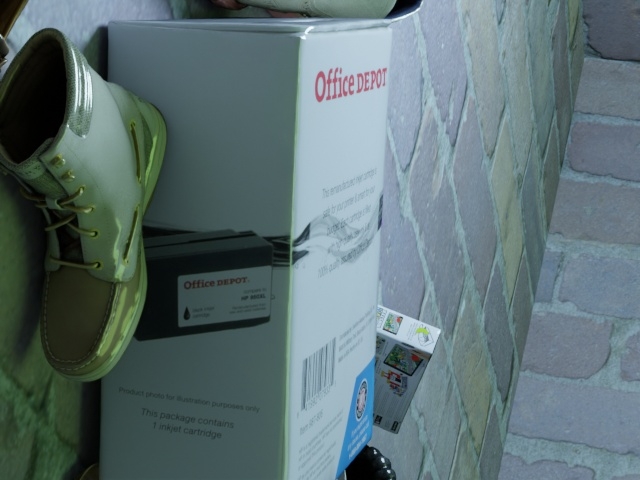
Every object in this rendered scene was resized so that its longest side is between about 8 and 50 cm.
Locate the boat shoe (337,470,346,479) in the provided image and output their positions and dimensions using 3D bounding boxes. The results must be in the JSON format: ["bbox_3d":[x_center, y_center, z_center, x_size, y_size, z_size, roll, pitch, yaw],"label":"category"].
[{"bbox_3d":[-0.026,0.300,1.630,0.228,0.081,0.069,-61,157,-46],"label":"boat shoe"}]

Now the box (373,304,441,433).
[{"bbox_3d":[0.062,0.147,1.703,0.207,0.114,0.036,106,8,-56],"label":"box"}]

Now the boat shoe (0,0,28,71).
[{"bbox_3d":[-0.212,-0.115,0.838,0.064,0.060,0.178,76,27,-53],"label":"boat shoe"}]

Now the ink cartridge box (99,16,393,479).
[{"bbox_3d":[-0.055,0.010,1.230,0.285,0.166,0.395,-29,123,-72],"label":"ink cartridge box"}]

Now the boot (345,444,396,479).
[{"bbox_3d":[0.038,0.441,1.817,0.260,0.131,0.348,72,19,-70],"label":"boot"}]

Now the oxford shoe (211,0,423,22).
[{"bbox_3d":[-0.002,-0.268,1.328,0.397,0.146,0.140,-11,109,-73],"label":"oxford shoe"}]

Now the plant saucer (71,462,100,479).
[{"bbox_3d":[-0.189,0.216,1.154,0.083,0.015,0.083,8,90,-74],"label":"plant saucer"}]

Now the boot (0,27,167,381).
[{"bbox_3d":[-0.174,-0.020,0.991,0.165,0.077,0.213,45,53,-69],"label":"boot"}]
